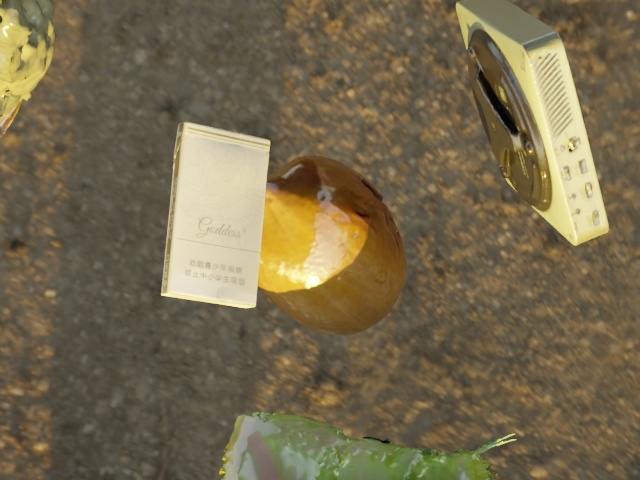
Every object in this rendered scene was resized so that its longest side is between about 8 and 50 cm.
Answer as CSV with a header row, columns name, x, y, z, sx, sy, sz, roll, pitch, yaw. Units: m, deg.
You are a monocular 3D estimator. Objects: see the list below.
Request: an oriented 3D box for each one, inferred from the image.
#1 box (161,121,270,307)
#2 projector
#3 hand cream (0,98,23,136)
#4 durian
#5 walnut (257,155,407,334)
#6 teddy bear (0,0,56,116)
name,x,y,z,sx,sy,sz,roll,pitch,yaw
box,-0.116,-0.028,1.458,0.029,0.109,0.198,-17,66,60
projector,0.243,-0.149,1.550,0.079,0.257,0.259,-22,24,-4
hand cream,-0.404,-0.161,1.592,0.163,0.062,0.039,-57,22,-19
durian,0.039,0.298,1.509,0.355,0.157,0.169,3,89,21
walnut,0.000,0.000,1.644,0.203,0.298,0.203,-14,56,21
teddy bear,-0.313,-0.271,1.011,0.224,0.367,0.357,-42,28,-18
